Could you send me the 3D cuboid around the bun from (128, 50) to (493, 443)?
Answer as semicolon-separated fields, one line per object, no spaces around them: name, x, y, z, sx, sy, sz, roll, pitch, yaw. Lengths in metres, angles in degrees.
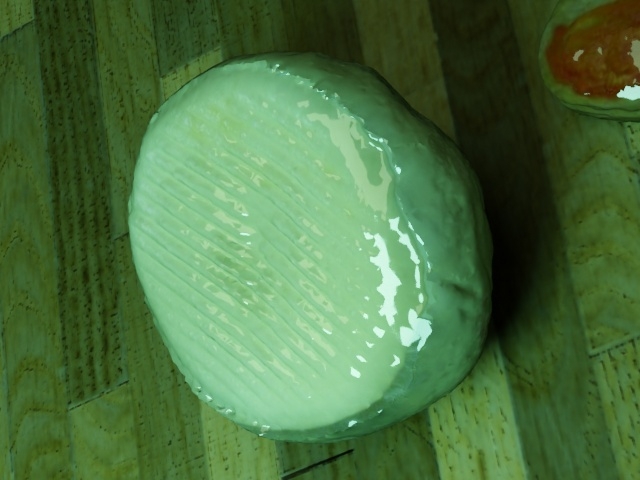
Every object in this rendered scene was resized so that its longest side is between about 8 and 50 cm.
bun;0.000;0.000;1.321;0.287;0.146;0.287;11;108;37

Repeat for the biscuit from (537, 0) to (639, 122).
biscuit;0.266;-0.281;1.302;0.368;0.076;0.394;-14;63;31
